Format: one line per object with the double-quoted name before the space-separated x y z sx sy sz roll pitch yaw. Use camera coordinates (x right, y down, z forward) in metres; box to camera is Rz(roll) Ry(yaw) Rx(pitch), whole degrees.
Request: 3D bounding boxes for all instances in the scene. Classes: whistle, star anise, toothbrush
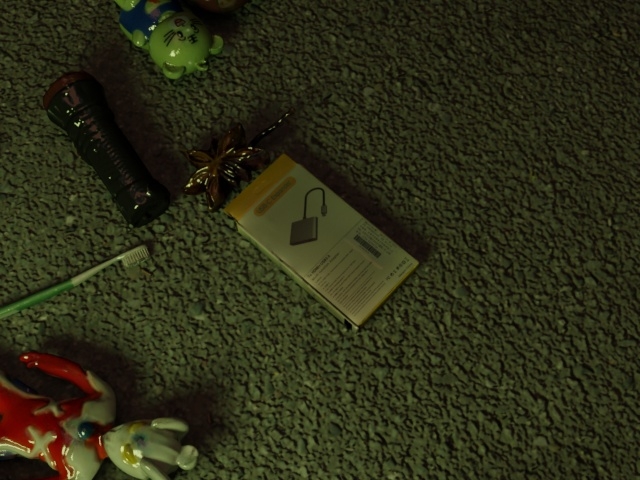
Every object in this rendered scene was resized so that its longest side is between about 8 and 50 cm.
"whistle" -0.236 -0.319 1.451 0.105 0.085 0.227 -36 70 -25
"star anise" -0.109 -0.120 1.367 0.190 0.070 0.097 -40 59 3
"toothbrush" -0.345 0.063 1.314 0.257 0.018 0.024 -23 74 -11

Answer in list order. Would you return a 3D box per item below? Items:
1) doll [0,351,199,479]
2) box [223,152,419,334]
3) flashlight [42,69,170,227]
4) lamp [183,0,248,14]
"doll" -0.330 0.228 1.204 0.383 0.099 0.188 9 66 7
"box" 0.000 0.000 1.340 0.247 0.033 0.129 41 72 16
"flashlight" -0.291 -0.122 1.366 0.093 0.093 0.232 -30 75 -14
"lamp" -0.146 -0.412 1.475 0.156 0.135 0.157 -1 91 30
